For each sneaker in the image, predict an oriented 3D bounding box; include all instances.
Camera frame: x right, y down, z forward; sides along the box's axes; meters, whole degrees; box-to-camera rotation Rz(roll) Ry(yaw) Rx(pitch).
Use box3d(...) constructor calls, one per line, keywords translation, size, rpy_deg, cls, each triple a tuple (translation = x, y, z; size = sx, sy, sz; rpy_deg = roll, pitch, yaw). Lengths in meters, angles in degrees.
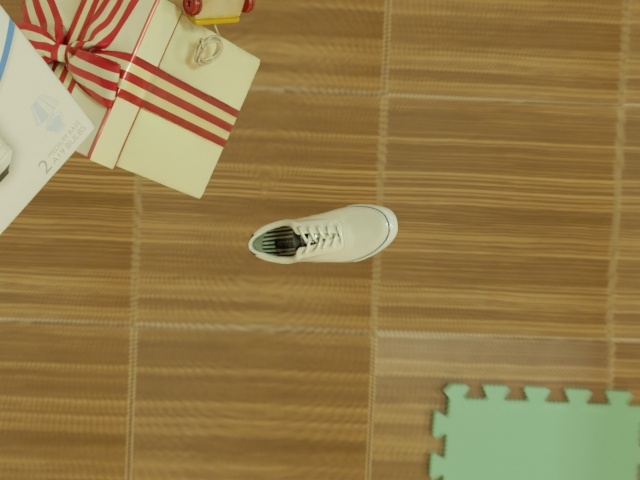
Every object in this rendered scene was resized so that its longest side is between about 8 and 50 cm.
box3d(translation=(0.000, 0.000, 1.794), size=(0.258, 0.091, 0.094), rpy_deg=(-13, 90, 30), cls="sneaker")

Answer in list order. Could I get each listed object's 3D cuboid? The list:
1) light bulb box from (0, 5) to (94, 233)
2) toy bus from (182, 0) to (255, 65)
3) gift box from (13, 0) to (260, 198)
box3d(translation=(-0.487, -0.134, 1.105), size=(0.225, 0.361, 0.358), rpy_deg=(26, 71, 35), cls="light bulb box")
box3d(translation=(-0.134, -0.354, 1.371), size=(0.202, 0.191, 0.104), rpy_deg=(-42, 59, -6), cls="toy bus")
box3d(translation=(-0.271, -0.237, 1.500), size=(0.255, 0.258, 0.276), rpy_deg=(18, 89, 36), cls="gift box")
